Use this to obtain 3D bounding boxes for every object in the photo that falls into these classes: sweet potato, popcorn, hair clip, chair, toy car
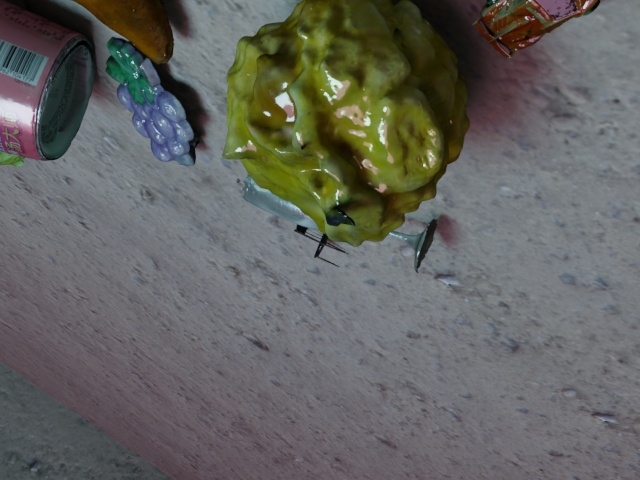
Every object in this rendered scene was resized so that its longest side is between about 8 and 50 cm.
[{"bbox_3d":[-0.278,-0.313,0.992,0.359,0.112,0.112,44,148,-21],"label":"sweet potato"},{"bbox_3d":[0.022,-0.113,0.927,0.249,0.225,0.249,20,160,8],"label":"popcorn"},{"bbox_3d":[-0.206,-0.175,1.227,0.124,0.052,0.195,9,140,42],"label":"hair clip"},{"bbox_3d":[-0.001,0.001,1.328,0.086,0.037,0.042,29,141,-8],"label":"chair"},{"bbox_3d":[0.189,-0.201,0.826,0.059,0.035,0.122,42,151,-16],"label":"toy car"}]

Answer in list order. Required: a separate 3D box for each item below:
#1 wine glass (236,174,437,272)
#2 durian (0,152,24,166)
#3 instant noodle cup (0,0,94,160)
[{"bbox_3d":[0.016,-0.036,1.221,0.262,0.074,0.074,20,151,19],"label":"wine glass"},{"bbox_3d":[-0.495,-0.172,1.423,0.139,0.101,0.250,32,154,-7],"label":"durian"},{"bbox_3d":[-0.428,-0.209,1.197,0.254,0.244,0.244,18,151,2],"label":"instant noodle cup"}]
